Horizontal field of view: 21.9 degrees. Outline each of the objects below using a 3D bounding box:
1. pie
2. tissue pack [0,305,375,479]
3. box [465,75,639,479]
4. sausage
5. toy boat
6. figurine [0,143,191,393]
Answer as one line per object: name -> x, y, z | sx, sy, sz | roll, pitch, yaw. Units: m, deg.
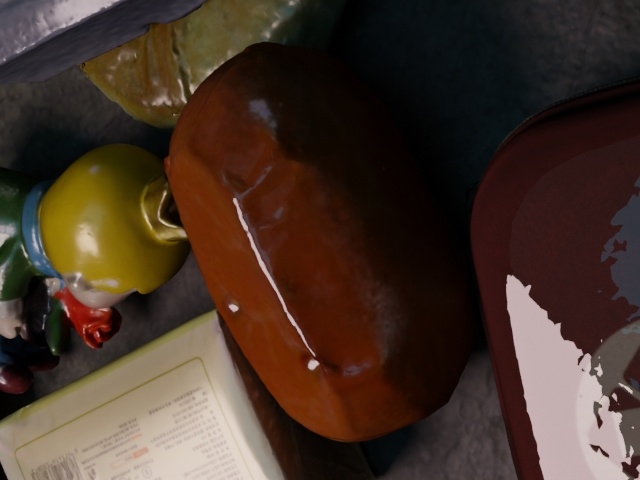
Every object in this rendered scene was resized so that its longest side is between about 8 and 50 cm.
pie -> -0.094, -0.221, 1.175 | 0.306, 0.071, 0.306 | 5, 99, 32
tissue pack -> -0.102, 0.154, 1.192 | 0.234, 0.125, 0.159 | -29, 82, 29
box -> 0.233, 0.098, 0.997 | 0.263, 0.108, 0.404 | -14, 89, 31
sausage -> -0.001, 0.001, 1.079 | 0.153, 0.141, 0.268 | -17, 101, 60
toy boat -> -0.136, -0.181, 1.091 | 0.283, 0.127, 0.078 | -21, 87, 32
figurine -> -0.175, 0.022, 1.228 | 0.234, 0.127, 0.185 | -3, 99, 21
